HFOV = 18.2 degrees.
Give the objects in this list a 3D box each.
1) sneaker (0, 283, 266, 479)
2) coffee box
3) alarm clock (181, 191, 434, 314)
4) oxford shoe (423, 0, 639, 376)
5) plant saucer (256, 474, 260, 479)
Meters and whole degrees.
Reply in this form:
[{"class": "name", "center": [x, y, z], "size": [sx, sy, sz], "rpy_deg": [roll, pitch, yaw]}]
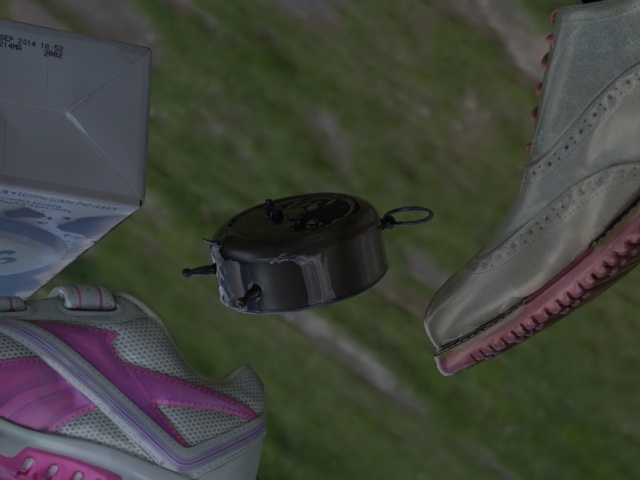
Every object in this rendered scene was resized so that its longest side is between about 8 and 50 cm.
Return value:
[{"class": "sneaker", "center": [-0.135, 0.070, 0.963], "size": [0.252, 0.111, 0.103], "rpy_deg": [28, 152, -18]}, {"class": "coffee box", "center": [-0.247, -0.046, 1.384], "size": [0.168, 0.119, 0.297], "rpy_deg": [9, 161, -23]}, {"class": "alarm clock", "center": [0.000, 0.000, 1.501], "size": [0.129, 0.192, 0.064], "rpy_deg": [22, 124, 60]}, {"class": "oxford shoe", "center": [0.162, -0.065, 1.090], "size": [0.130, 0.348, 0.123], "rpy_deg": [47, -156, 8]}, {"class": "plant saucer", "center": [-0.185, 0.226, 1.350], "size": [0.317, 0.317, 0.043], "rpy_deg": [36, -160, -15]}]
